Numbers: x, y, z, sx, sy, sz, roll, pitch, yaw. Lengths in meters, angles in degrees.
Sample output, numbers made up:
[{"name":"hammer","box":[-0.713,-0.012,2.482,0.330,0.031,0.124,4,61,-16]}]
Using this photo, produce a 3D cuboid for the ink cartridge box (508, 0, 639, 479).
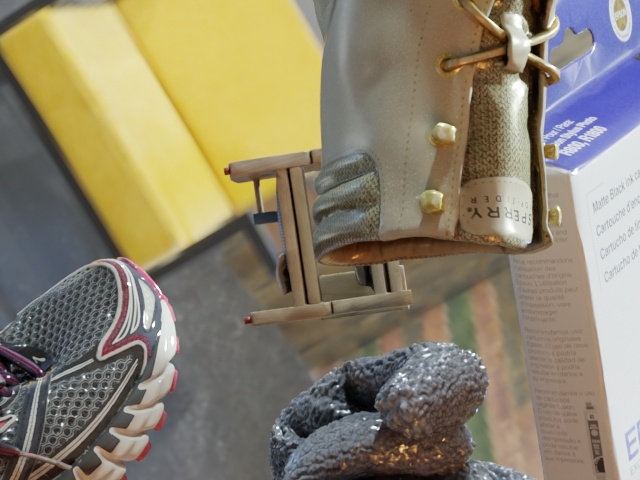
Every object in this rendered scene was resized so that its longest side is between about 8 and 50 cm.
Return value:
[{"name":"ink cartridge box","box":[0.156,-0.017,0.802,0.223,0.045,0.223,-34,116,-53]}]

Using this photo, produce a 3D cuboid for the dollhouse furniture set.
[{"name":"dollhouse furniture set","box":[0.000,0.000,1.302,0.183,0.129,0.129,66,16,-87]}]

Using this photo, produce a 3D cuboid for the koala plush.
[{"name":"koala plush","box":[0.019,0.210,1.095,0.196,0.203,0.221,59,43,-23]}]

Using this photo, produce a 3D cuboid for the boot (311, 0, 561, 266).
[{"name":"boot","box":[0.064,-0.079,0.530,0.077,0.213,0.165,9,74,-35]}]

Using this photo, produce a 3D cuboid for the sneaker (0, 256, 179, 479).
[{"name":"sneaker","box":[-0.190,0.105,0.775,0.121,0.299,0.112,16,-42,45]}]
